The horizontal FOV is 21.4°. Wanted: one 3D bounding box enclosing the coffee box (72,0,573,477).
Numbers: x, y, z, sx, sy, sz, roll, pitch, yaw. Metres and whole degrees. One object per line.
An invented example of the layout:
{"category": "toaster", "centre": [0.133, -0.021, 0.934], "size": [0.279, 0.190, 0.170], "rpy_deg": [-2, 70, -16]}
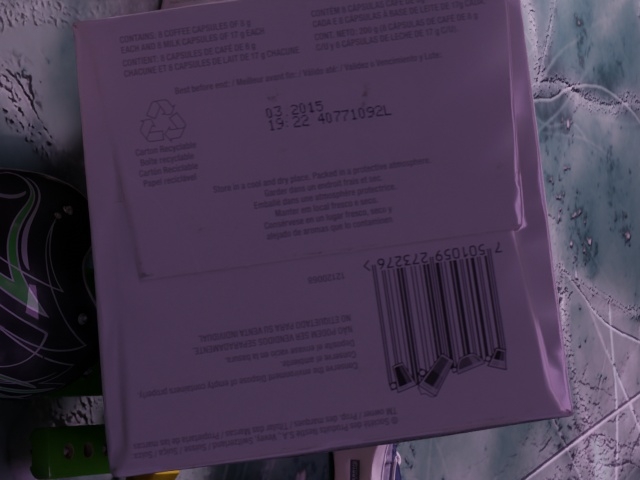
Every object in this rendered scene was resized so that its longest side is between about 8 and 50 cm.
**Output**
{"category": "coffee box", "centre": [0.000, 0.000, 1.372], "size": [0.334, 0.337, 0.338], "rpy_deg": [85, -2, -84]}

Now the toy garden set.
{"category": "toy garden set", "centre": [-0.196, 0.150, 1.498], "size": [0.204, 0.049, 0.244], "rpy_deg": [7, 80, -60]}

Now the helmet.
{"category": "helmet", "centre": [-0.248, 0.042, 1.313], "size": [0.169, 0.169, 0.161], "rpy_deg": [44, 38, -47]}

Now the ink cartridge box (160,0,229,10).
{"category": "ink cartridge box", "centre": [-0.041, -0.254, 1.660], "size": [0.207, 0.117, 0.283], "rpy_deg": [30, 66, -52]}

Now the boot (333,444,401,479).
{"category": "boot", "centre": [0.056, 0.233, 1.866], "size": [0.086, 0.069, 0.190], "rpy_deg": [-1, 99, -63]}
